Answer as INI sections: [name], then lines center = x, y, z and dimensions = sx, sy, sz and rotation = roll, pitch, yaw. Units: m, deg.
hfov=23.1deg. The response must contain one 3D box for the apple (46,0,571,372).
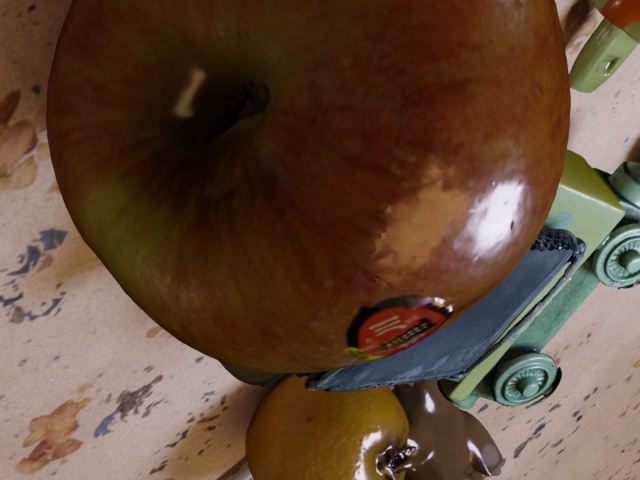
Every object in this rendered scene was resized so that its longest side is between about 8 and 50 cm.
[apple]
center = -0.003, -0.095, 1.187
dimensions = 0.400, 0.400, 0.333
rotation = -51, 161, 20

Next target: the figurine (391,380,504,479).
[figurine]
center = 0.122, 0.290, 2.145
dimensions = 0.247, 0.177, 0.173
rotation = 36, 146, -29

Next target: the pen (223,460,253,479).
[pen]
center = -0.121, 0.325, 2.047
dimensions = 0.239, 0.028, 0.028
rotation = -40, 153, -5

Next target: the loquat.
[loquat]
center = 0.013, 0.256, 1.923
dimensions = 0.208, 0.208, 0.208
rotation = -31, 152, -19

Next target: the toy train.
[toy train]
center = 0.236, 0.043, 1.917
dimensions = 0.253, 0.160, 0.397
rotation = 18, 120, -37

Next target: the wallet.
[wallet]
center = 0.136, 0.065, 1.689
dimensions = 0.237, 0.075, 0.342
rotation = -46, 156, 23

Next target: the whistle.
[whistle]
center = 0.361, -0.273, 1.689
dimensions = 0.131, 0.106, 0.288
rotation = 1, 132, -44

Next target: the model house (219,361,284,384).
[model house]
center = 0.000, 0.000, 1.562
dimensions = 0.218, 0.205, 0.278
rotation = -51, 159, 23
